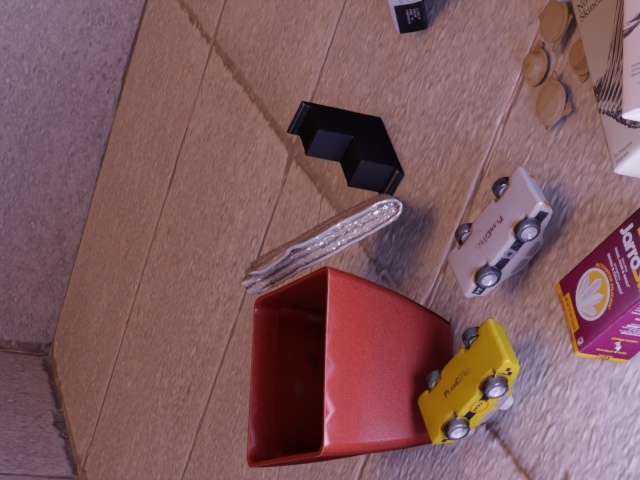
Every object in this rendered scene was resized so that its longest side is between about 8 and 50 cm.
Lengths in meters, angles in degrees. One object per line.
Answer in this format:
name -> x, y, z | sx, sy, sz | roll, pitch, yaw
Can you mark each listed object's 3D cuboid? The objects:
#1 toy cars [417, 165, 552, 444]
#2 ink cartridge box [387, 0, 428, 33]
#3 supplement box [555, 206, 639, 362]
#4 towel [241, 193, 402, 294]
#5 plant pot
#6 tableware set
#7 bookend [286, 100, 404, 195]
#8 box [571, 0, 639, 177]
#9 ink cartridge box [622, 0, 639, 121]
toy cars -> 0.240, 0.096, 1.663 | 0.176, 0.087, 0.393 | 10, 87, 60
ink cartridge box -> 0.125, -0.548, 2.036 | 0.175, 0.069, 0.370 | 65, -163, -63
supplement box -> 0.366, 0.050, 1.409 | 0.188, 0.081, 0.104 | -52, 37, 45
towel -> 0.000, 0.000, 1.971 | 0.049, 0.282, 0.187 | 61, -179, -6
plant pot -> 0.053, 0.207, 1.832 | 0.267, 0.236, 0.267 | -28, 57, 61
tableware set -> 0.323, -0.246, 1.671 | 0.168, 0.020, 0.141 | -108, 34, -42
bookend -> 0.042, -0.150, 2.070 | 0.072, 0.156, 0.157 | -61, 33, 35
box -> 0.385, -0.213, 1.441 | 0.113, 0.094, 0.275 | 131, 140, -50
ink cartridge box -> 0.417, -0.235, 1.292 | 0.100, 0.172, 0.237 | -16, 67, 63
